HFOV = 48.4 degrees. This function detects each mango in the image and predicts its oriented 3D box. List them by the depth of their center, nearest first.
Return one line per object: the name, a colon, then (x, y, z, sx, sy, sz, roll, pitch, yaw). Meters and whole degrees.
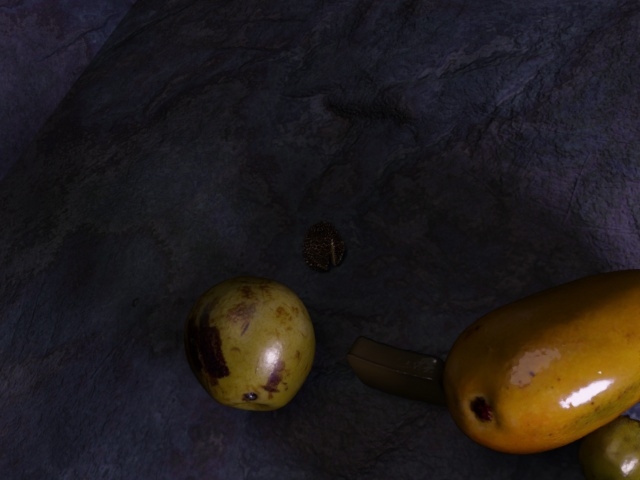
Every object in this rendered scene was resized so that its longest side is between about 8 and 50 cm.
mango: (0.411, 0.185, 1.176, 0.445, 0.300, 0.232, -25, 88, -10)

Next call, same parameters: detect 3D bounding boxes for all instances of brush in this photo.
brush: (0.154, 0.249, 1.355, 0.197, 0.123, 0.059, 10, 59, 32)

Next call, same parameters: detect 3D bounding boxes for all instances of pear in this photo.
pear: (0.471, 0.339, 1.139, 0.107, 0.107, 0.131, 15, 66, 35)
pear: (-0.146, 0.210, 1.451, 0.283, 0.283, 0.284, -14, 52, 19)

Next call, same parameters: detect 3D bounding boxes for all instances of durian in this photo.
durian: (0.002, -0.001, 1.651, 0.110, 0.071, 0.140, -11, 48, 20)
